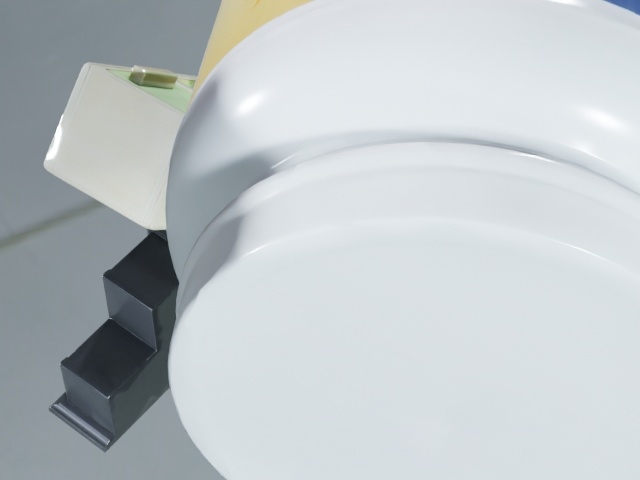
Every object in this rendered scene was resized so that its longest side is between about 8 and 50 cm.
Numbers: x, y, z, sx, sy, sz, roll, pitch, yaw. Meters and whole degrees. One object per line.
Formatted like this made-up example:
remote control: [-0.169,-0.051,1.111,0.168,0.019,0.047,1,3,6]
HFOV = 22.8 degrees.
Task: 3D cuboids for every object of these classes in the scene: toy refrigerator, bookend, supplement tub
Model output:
toy refrigerator: [-0.086,-0.075,1.228,0.102,0.269,0.094,30,104,21]
bookend: [-0.173,0.081,1.423,0.072,0.156,0.157,33,60,21]
supplement tub: [0.067,-0.055,0.630,0.228,0.228,0.316,12,48,0]
